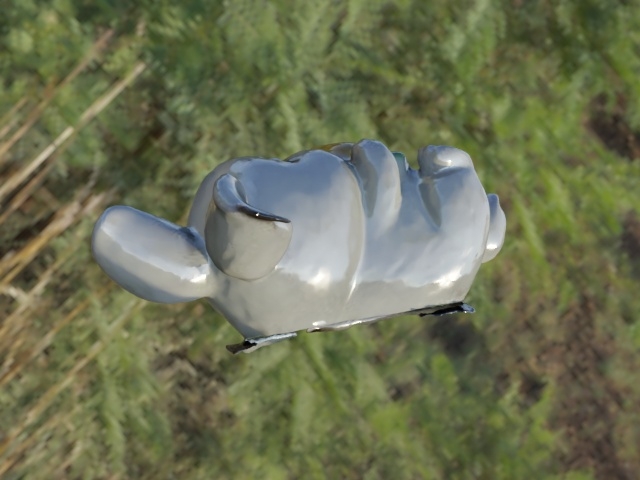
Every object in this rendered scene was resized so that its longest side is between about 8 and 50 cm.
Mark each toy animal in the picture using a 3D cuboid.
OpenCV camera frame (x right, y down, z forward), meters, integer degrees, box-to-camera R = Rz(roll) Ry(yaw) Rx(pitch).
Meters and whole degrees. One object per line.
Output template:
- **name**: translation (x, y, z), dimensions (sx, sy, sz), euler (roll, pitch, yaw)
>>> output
- **toy animal**: translation (-0.002, 0.001, 1.078), dimensions (0.325, 0.208, 0.154), euler (-6, 83, -52)
